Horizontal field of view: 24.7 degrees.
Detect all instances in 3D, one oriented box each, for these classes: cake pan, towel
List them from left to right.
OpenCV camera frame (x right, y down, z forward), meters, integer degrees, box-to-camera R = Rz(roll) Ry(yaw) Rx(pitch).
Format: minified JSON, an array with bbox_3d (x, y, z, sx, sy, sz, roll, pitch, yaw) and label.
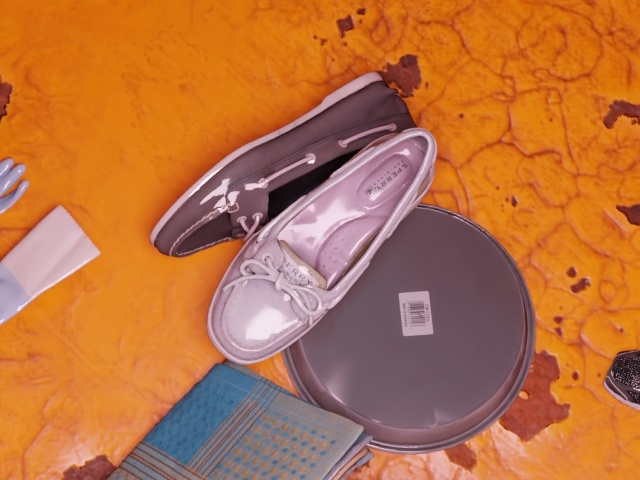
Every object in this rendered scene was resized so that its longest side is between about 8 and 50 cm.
[{"bbox_3d":[-0.144,0.293,1.480,0.370,0.040,0.271,-47,37,-17],"label":"towel"},{"bbox_3d":[0.100,0.090,1.633,0.293,0.054,0.293,1,74,-2],"label":"cake pan"}]

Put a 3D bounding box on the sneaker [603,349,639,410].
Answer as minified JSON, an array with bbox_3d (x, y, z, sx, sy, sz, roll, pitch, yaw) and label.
[{"bbox_3d":[0.406,0.159,1.613,0.178,0.077,0.072,13,73,2],"label":"sneaker"}]

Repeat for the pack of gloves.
[{"bbox_3d":[-0.394,0.022,1.649,0.232,0.046,0.195,-37,67,-14],"label":"pack of gloves"}]

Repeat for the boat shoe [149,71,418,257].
[{"bbox_3d":[-0.034,-0.068,1.643,0.335,0.112,0.095,-35,74,-14],"label":"boat shoe"}]

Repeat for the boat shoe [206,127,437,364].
[{"bbox_3d":[0.003,0.001,1.563,0.320,0.103,0.118,-42,86,-8],"label":"boat shoe"}]
